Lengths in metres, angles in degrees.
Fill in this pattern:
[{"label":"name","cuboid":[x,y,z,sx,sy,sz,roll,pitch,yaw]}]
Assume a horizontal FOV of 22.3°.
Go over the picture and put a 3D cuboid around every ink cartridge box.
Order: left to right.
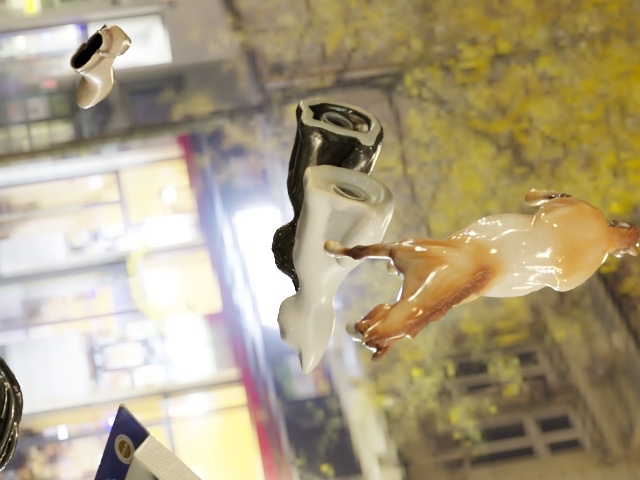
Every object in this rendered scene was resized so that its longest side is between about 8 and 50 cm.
[{"label":"ink cartridge box","cuboid":[-0.162,0.307,1.552,0.224,0.045,0.223,37,-57,27]}]

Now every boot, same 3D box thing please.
[{"label":"boot","cuboid":[-0.267,-0.203,1.894,0.118,0.042,0.087,-55,167,16]}]

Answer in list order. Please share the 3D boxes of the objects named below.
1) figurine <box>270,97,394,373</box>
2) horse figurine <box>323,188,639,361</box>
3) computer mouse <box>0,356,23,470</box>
[{"label":"figurine","cuboid":[0.000,0.000,1.627,0.215,0.092,0.209,-95,-161,-56]},{"label":"horse figurine","cuboid":[0.123,0.011,1.147,0.174,0.263,0.066,-155,-125,-71]},{"label":"computer mouse","cuboid":[-0.163,0.149,0.710,0.071,0.041,0.242,25,-56,27]}]
